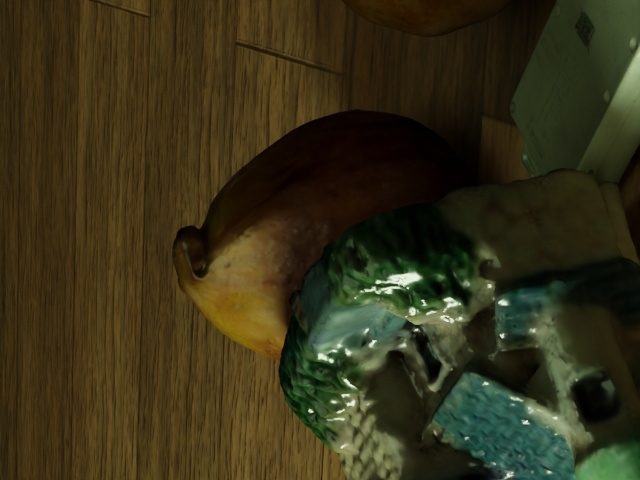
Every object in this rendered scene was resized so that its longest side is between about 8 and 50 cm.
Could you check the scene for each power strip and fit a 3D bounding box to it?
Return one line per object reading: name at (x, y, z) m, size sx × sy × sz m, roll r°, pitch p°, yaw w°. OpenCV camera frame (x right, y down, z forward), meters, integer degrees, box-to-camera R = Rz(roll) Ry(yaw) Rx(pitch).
power strip at (0.212, -0.143, 1.268) m, size 0.270 × 0.046 × 0.118 m, roll 109°, pitch 148°, yaw -47°

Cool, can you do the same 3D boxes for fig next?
fig at (0.012, 0.002, 1.504) m, size 0.224 × 0.263 × 0.224 m, roll 57°, pitch -177°, yaw -5°

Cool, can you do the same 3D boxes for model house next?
model house at (0.134, 0.138, 1.278) m, size 0.298 × 0.243 × 0.284 m, roll 112°, pitch 140°, yaw -59°

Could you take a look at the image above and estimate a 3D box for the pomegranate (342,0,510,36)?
pomegranate at (0.085, -0.263, 1.358) m, size 0.207 × 0.207 × 0.207 m, roll 14°, pitch 106°, yaw 61°
